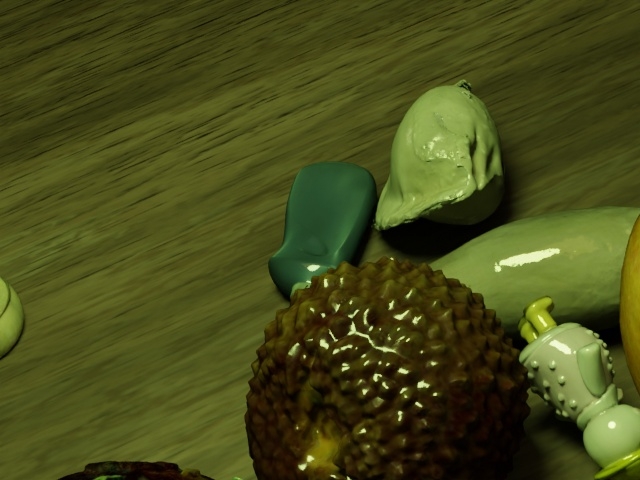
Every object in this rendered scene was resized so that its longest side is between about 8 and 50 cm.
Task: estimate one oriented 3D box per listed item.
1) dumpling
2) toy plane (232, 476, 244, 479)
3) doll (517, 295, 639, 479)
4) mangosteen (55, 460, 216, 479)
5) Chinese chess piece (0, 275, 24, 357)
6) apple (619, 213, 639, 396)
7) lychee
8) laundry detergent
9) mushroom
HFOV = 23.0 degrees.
[{"bbox_3d":[0.121,-0.076,1.707,0.172,0.142,0.247,-36,18,23],"label":"dumpling"},{"bbox_3d":[-0.075,0.259,1.437,0.111,0.040,0.102,5,46,21],"label":"toy plane"},{"bbox_3d":[0.242,0.142,1.417,0.081,0.129,0.207,-25,63,-20],"label":"doll"},{"bbox_3d":[-0.147,0.320,1.283,0.231,0.231,0.289,-12,73,3],"label":"mangosteen"},{"bbox_3d":[-0.385,0.089,1.721,0.122,0.051,0.122,-9,42,9],"label":"Chinese chess piece"},{"bbox_3d":[0.403,0.054,1.348,0.299,0.299,0.275,-2,57,15],"label":"apple"},{"bbox_3d":[0.067,0.145,1.379,0.267,0.267,0.267,-9,40,7],"label":"lychee"},{"bbox_3d":[0.000,0.001,1.698,0.096,0.061,0.206,3,44,12],"label":"laundry detergent"},{"bbox_3d":[0.196,0.046,1.540,0.350,0.128,0.128,-17,40,3],"label":"mushroom"}]
